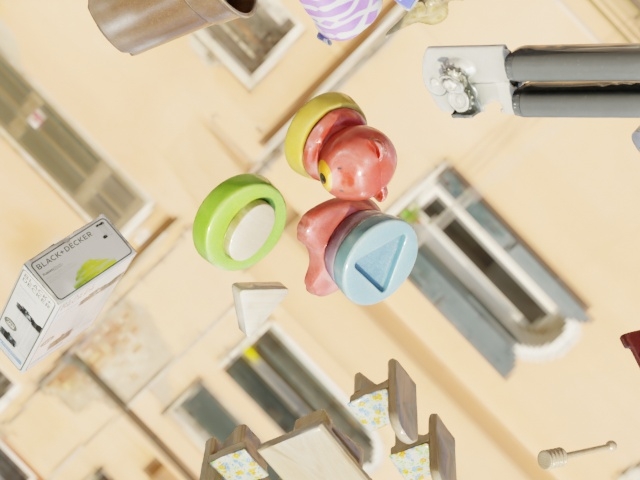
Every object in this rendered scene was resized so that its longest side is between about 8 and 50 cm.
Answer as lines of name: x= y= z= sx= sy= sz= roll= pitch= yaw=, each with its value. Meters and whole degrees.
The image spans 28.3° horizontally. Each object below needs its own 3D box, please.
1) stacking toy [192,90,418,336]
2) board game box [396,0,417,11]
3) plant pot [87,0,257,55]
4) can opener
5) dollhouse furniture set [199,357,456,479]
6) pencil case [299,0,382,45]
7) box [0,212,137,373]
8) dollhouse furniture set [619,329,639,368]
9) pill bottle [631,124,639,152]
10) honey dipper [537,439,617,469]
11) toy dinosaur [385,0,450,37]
stacking toy: x=0.000 y=0.000 z=1.643 sx=0.279 sy=0.130 sz=0.309 roll=-36 pitch=136 yaw=-17
board game box: x=0.081 y=-0.443 z=1.421 sx=0.141 sy=0.232 sz=0.291 roll=-53 pitch=177 yaw=-27
plant pot: x=-0.189 y=-0.315 z=1.554 sx=0.165 sy=0.167 sz=0.167 roll=-24 pitch=-170 yaw=22
can opener: x=0.218 y=-0.164 z=1.243 sx=0.280 sy=0.074 sz=0.093 roll=8 pitch=-146 yaw=44
dollhouse furniture set: x=0.055 y=0.454 z=2.001 sx=0.362 sy=0.394 sz=0.256 roll=-25 pitch=-149 yaw=20
pencil case: x=-0.006 y=-0.294 z=1.314 sx=0.086 sy=0.088 sz=0.206 roll=-41 pitch=144 yaw=-1
box: x=-0.423 y=0.091 z=2.065 sx=0.169 sy=0.087 sz=0.290 roll=-36 pitch=172 yaw=-37
dollhouse furniture set: x=0.533 y=0.214 z=1.466 sx=0.152 sy=0.374 sz=0.201 roll=-14 pitch=155 yaw=-23
pill bottle: x=0.523 y=-0.187 z=1.770 sx=0.184 sy=0.103 sz=0.103 roll=-45 pitch=-177 yaw=-8
honey dipper: x=0.396 y=0.322 z=1.929 sx=0.160 sy=0.030 sz=0.030 roll=-4 pitch=156 yaw=-36
toy dinosaur: x=0.165 y=-0.385 z=2.088 sx=0.183 sy=0.092 sz=0.053 roll=-26 pitch=-139 yaw=24
